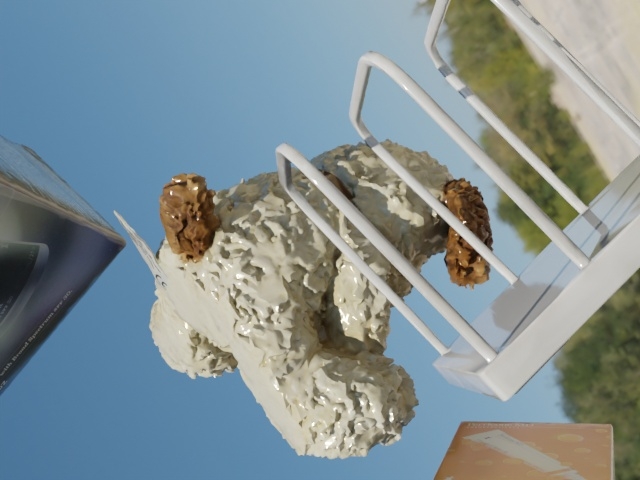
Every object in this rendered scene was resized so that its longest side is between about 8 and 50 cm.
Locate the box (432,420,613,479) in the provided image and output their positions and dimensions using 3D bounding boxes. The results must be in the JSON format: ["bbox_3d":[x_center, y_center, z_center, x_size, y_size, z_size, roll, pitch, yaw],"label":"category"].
[{"bbox_3d":[0.258,0.355,1.389,0.345,0.214,0.168,-28,-64,-74],"label":"box"}]

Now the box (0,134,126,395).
[{"bbox_3d":[-0.384,0.032,1.002,0.182,0.296,0.294,40,-178,23],"label":"box"}]

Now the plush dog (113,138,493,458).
[{"bbox_3d":[0.000,0.000,0.825,0.262,0.225,0.211,22,136,48],"label":"plush dog"}]

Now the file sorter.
[{"bbox_3d":[0.124,-0.072,0.630,0.173,0.277,0.193,45,176,3],"label":"file sorter"}]
